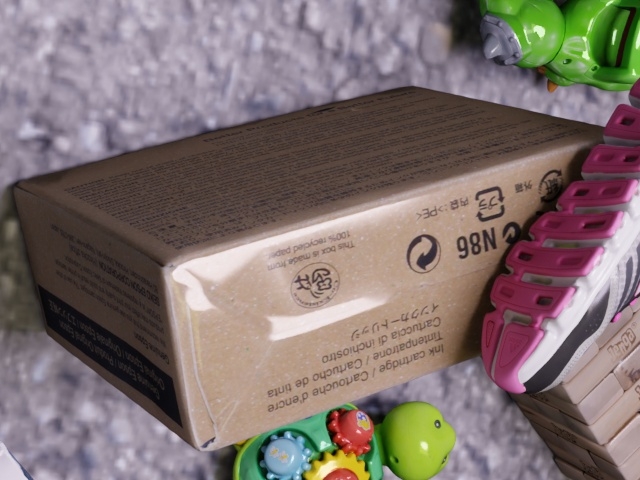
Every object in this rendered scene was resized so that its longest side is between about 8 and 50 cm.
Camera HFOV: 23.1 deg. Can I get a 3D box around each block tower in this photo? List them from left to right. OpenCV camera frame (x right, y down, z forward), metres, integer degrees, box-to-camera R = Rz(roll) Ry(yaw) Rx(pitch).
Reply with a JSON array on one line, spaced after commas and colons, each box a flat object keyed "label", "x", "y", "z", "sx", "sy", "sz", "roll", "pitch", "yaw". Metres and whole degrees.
[{"label": "block tower", "x": 0.210, "y": 0.138, "z": 0.944, "sx": 0.091, "sy": 0.097, "sz": 0.335, "roll": -42, "pitch": 119, "yaw": -14}]

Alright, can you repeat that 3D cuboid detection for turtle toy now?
[{"label": "turtle toy", "x": 0.010, "y": 0.121, "z": 0.846, "sx": 0.130, "sy": 0.066, "sz": 0.095, "roll": -20, "pitch": 110, "yaw": -23}]

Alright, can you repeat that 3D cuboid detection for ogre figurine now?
[{"label": "ogre figurine", "x": 0.154, "y": -0.140, "z": 0.853, "sx": 0.197, "sy": 0.097, "sz": 0.118, "roll": 15, "pitch": 82, "yaw": -41}]

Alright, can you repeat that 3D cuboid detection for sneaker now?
[{"label": "sneaker", "x": 0.137, "y": 0.004, "z": 0.668, "sx": 0.075, "sy": 0.063, "sz": 0.170, "roll": 42, "pitch": 75, "yaw": -23}]

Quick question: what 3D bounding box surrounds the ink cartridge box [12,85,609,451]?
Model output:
[{"label": "ink cartridge box", "x": 0.000, "y": 0.000, "z": 0.742, "sx": 0.234, "sy": 0.193, "sz": 0.088, "roll": -17, "pitch": 108, "yaw": -24}]

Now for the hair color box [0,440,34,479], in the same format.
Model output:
[{"label": "hair color box", "x": -0.254, "y": 0.229, "z": 0.686, "sx": 0.347, "sy": 0.105, "sz": 0.174, "roll": -41, "pitch": 133, "yaw": -15}]
